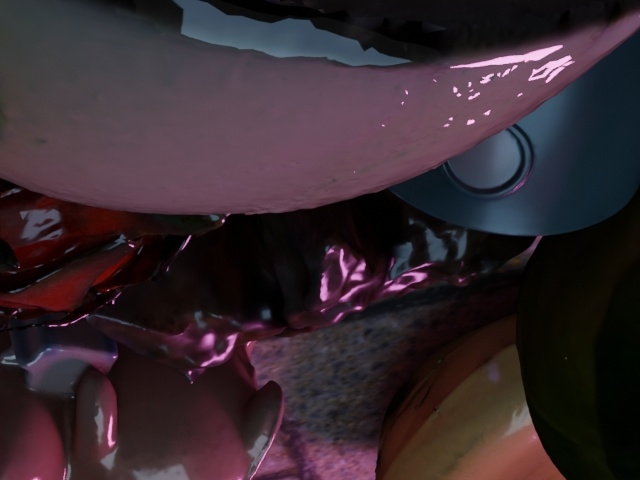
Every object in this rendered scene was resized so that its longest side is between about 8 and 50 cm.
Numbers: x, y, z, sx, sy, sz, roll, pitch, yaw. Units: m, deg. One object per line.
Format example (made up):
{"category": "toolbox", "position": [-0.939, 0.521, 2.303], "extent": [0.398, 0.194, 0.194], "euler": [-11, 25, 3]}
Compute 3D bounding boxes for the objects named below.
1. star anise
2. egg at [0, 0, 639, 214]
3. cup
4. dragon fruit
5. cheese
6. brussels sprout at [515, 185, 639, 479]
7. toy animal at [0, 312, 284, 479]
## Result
{"category": "star anise", "position": [-0.018, 0.007, 0.893], "extent": [0.315, 0.108, 0.315], "euler": [-20, -178, 1]}
{"category": "egg", "position": [-0.041, -0.122, 0.559], "extent": [0.337, 0.337, 0.201], "euler": [1, 143, -15]}
{"category": "cup", "position": [0.101, -0.120, 0.761], "extent": [0.299, 0.167, 0.173], "euler": [14, 129, 7]}
{"category": "dragon fruit", "position": [-0.134, -0.055, 0.736], "extent": [0.274, 0.192, 0.193], "euler": [26, 153, 28]}
{"category": "cheese", "position": [0.156, 0.159, 1.225], "extent": [0.259, 0.128, 0.316], "euler": [11, 144, -31]}
{"category": "brussels sprout", "position": [0.238, 0.049, 0.854], "extent": [0.271, 0.210, 0.219], "euler": [-10, 117, 19]}
{"category": "toy animal", "position": [-0.182, 0.126, 1.034], "extent": [0.256, 0.195, 0.213], "euler": [13, 134, -26]}
